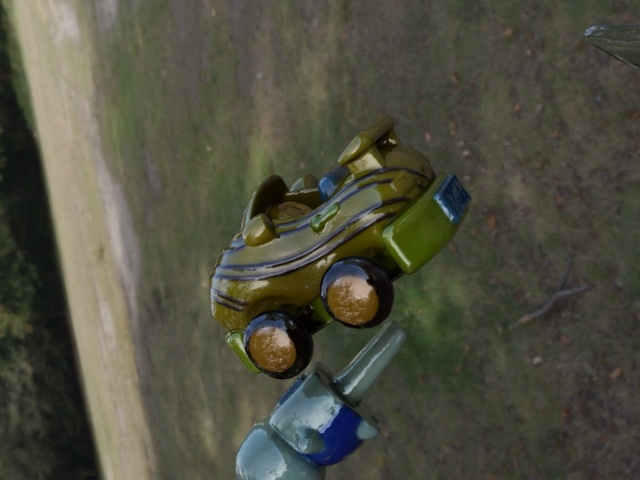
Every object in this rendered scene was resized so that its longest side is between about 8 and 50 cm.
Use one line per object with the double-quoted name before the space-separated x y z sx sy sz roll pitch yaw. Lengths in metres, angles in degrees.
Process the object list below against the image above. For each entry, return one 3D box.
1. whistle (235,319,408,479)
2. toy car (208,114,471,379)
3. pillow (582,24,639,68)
"whistle" 0.000 0.176 0.849 0.092 0.244 0.110 43 -178 1
"toy car" 0.000 0.000 0.756 0.142 0.248 0.200 53 -156 -4
"pillow" 0.381 -0.199 0.898 0.217 0.130 0.033 11 86 62
